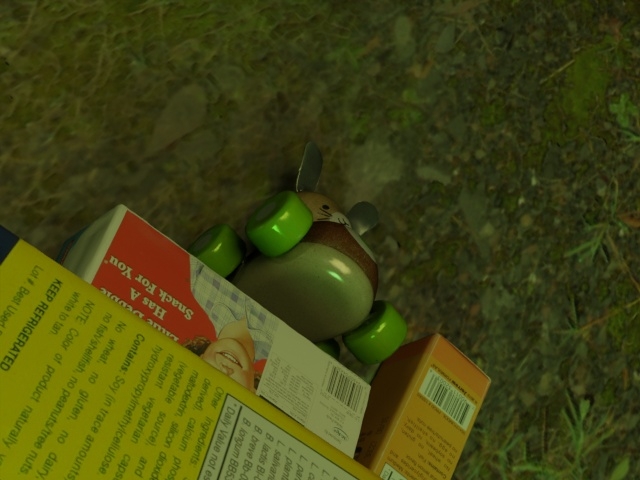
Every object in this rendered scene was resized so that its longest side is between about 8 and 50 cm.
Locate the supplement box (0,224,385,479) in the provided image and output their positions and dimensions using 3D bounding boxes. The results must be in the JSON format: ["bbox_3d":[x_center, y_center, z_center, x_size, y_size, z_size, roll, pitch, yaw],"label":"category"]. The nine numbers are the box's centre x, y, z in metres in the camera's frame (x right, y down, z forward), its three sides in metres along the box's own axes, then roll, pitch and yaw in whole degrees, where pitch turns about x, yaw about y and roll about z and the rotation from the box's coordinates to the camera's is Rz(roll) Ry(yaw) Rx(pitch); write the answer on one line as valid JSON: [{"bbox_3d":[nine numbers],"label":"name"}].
[{"bbox_3d":[-0.120,0.194,0.573,0.356,0.195,0.194,36,33,-12],"label":"supplement box"}]

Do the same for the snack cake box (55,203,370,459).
[{"bbox_3d":[-0.095,0.115,0.758,0.264,0.089,0.152,39,48,-24],"label":"snack cake box"}]

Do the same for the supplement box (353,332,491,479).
[{"bbox_3d":[0.061,0.195,0.864,0.080,0.078,0.233,43,55,-14],"label":"supplement box"}]

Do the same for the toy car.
[{"bbox_3d":[0.000,0.000,0.877,0.155,0.149,0.188,49,41,-21],"label":"toy car"}]
